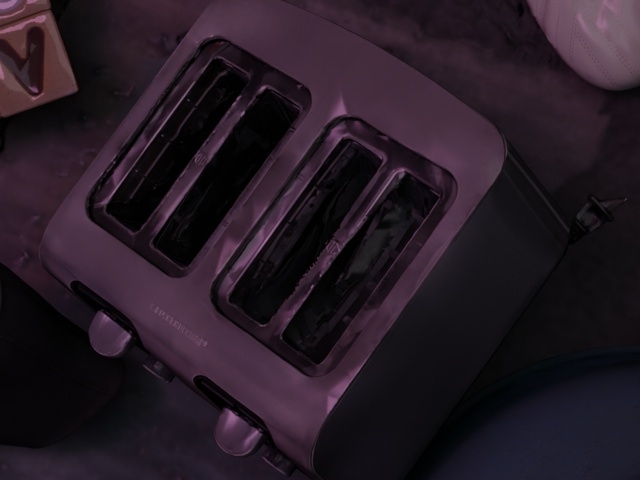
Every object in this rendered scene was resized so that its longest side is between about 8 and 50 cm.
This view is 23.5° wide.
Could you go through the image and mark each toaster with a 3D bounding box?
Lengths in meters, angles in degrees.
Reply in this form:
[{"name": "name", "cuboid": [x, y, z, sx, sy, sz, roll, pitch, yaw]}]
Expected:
[{"name": "toaster", "cuboid": [0.000, 0.000, 0.650, 0.168, 0.110, 0.186, 34, 86, 29]}]

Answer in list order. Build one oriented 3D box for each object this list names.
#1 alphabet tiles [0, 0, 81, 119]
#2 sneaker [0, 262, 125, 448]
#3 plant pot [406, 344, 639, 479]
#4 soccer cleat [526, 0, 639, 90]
[{"name": "alphabet tiles", "cuboid": [-0.238, -0.086, 0.710, 0.237, 0.009, 0.198, -18, 95, 8]}, {"name": "sneaker", "cuboid": [-0.204, 0.062, 0.694, 0.222, 0.118, 0.083, -6, 64, 28]}, {"name": "plant pot", "cuboid": [0.140, 0.167, 0.573, 0.271, 0.255, 0.272, 0, 83, 3]}, {"name": "soccer cleat", "cuboid": [0.120, -0.166, 0.703, 0.068, 0.076, 0.196, -9, 83, 2]}]
